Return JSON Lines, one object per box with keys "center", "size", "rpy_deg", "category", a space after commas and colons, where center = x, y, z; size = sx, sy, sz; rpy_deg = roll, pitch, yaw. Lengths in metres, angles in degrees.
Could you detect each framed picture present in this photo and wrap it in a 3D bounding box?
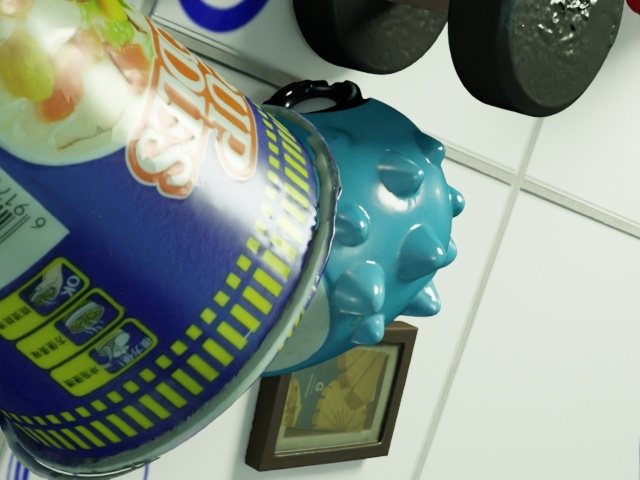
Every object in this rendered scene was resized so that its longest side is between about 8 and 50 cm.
{"center": [0.012, 0.135, 1.227], "size": [0.168, 0.023, 0.128], "rpy_deg": [3, 103, -46], "category": "framed picture"}

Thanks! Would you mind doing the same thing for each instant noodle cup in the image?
{"center": [-0.189, -0.055, 0.787], "size": [0.312, 0.284, 0.284], "rpy_deg": [44, 73, -38], "category": "instant noodle cup"}

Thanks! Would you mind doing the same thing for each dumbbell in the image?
{"center": [0.101, -0.187, 1.048], "size": [0.152, 0.218, 0.152], "rpy_deg": [-20, 120, -40], "category": "dumbbell"}

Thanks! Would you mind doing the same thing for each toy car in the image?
{"center": [0.000, 0.000, 1.041], "size": [0.255, 0.190, 0.188], "rpy_deg": [-30, 126, -33], "category": "toy car"}

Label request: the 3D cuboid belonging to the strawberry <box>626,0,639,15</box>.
{"center": [0.392, -0.299, 1.305], "size": [0.277, 0.257, 0.257], "rpy_deg": [2, 104, -60], "category": "strawberry"}
